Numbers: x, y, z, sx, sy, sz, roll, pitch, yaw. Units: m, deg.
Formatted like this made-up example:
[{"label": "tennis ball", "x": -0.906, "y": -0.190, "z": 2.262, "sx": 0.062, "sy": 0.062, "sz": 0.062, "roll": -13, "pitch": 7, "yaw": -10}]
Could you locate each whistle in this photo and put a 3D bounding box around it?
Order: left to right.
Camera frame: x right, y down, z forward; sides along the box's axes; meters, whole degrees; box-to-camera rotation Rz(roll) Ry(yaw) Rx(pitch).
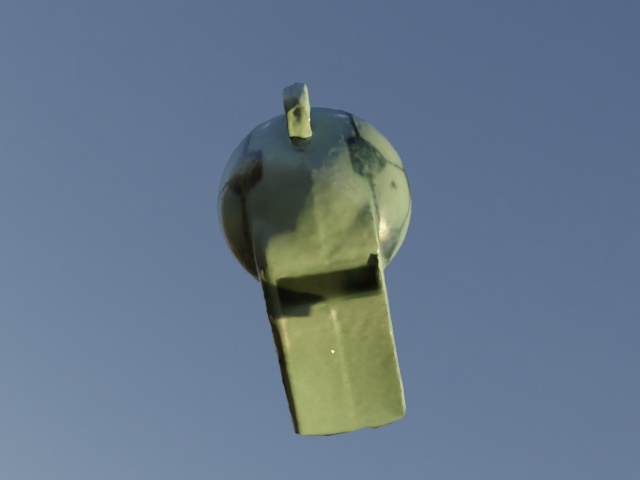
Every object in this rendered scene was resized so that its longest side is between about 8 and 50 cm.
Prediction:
[{"label": "whistle", "x": 0.000, "y": 0.000, "z": 1.226, "sx": 0.163, "sy": 0.163, "sz": 0.289, "roll": 18, "pitch": -45, "yaw": 30}]
